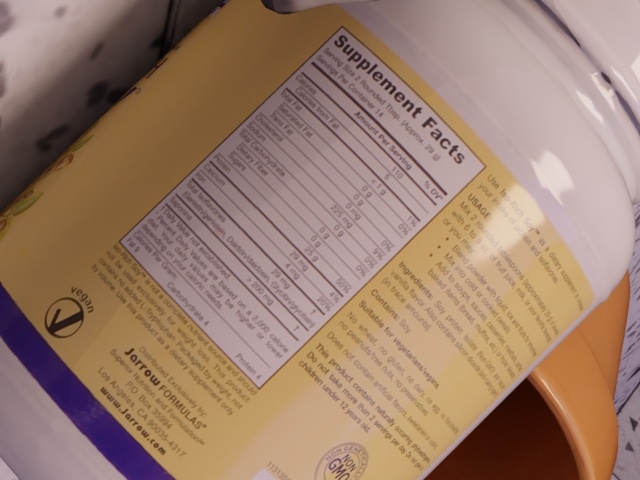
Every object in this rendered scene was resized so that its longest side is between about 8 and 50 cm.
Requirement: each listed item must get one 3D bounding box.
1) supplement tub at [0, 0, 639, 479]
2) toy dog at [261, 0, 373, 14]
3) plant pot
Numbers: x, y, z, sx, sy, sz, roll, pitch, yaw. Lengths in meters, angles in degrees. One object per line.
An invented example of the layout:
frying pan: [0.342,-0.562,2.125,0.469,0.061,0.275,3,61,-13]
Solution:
supplement tub: [0.000,0.000,0.641,0.331,0.241,0.241,-44,158,-4]
toy dog: [0.086,-0.228,0.362,0.408,0.284,0.395,-38,141,-18]
plant pot: [0.093,0.071,0.914,0.203,0.290,0.291,-48,164,-40]
